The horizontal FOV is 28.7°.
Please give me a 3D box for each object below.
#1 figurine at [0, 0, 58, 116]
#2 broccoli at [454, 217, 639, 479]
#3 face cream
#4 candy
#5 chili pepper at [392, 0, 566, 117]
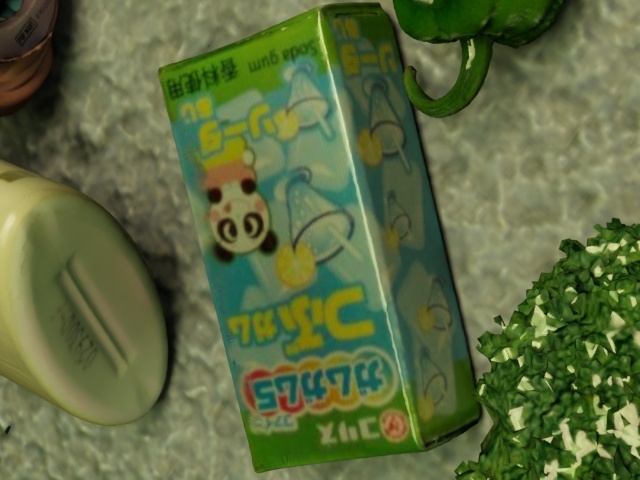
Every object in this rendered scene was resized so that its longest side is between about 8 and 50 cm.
[{"bbox_3d":[-0.200,-0.108,0.660,0.114,0.126,0.157,29,148,-16],"label":"figurine"},{"bbox_3d":[0.151,0.103,0.402,0.269,0.261,0.241,50,155,-26],"label":"broccoli"},{"bbox_3d":[-0.244,-0.018,0.673,0.348,0.081,0.173,22,151,28],"label":"face cream"},{"bbox_3d":[0.000,0.000,0.563,0.097,0.062,0.194,-14,90,33],"label":"candy"},{"bbox_3d":[0.056,-0.181,0.500,0.100,0.074,0.257,-5,88,28],"label":"chili pepper"}]
